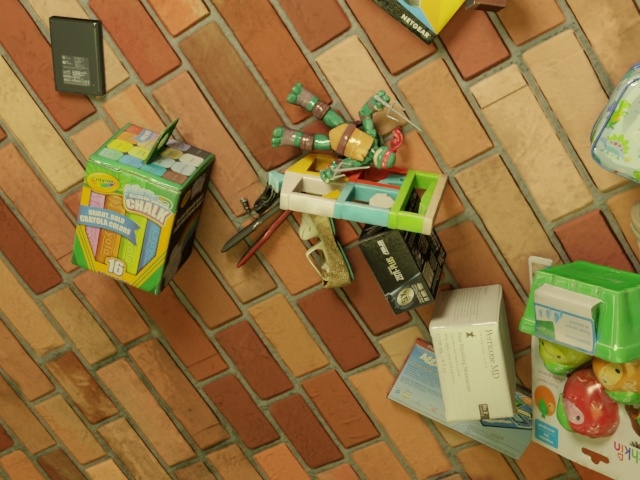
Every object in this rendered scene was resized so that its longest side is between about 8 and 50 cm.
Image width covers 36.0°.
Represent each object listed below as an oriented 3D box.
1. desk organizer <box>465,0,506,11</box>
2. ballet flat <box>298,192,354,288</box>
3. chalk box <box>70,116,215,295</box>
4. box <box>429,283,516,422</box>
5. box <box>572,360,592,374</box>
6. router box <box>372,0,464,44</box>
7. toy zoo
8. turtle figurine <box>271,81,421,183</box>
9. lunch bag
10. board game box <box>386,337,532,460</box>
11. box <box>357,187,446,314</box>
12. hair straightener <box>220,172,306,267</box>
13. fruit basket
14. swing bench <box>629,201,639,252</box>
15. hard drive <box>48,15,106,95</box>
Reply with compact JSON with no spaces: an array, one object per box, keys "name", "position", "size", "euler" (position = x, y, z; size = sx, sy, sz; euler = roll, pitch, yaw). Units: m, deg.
[{"name":"desk organizer","position":[0.253,-0.411,1.471],"size":[0.050,0.047,0.130],"euler":[5,91,-8]},{"name":"ballet flat","position":[0.000,0.000,1.767],"size":[0.067,0.073,0.206],"euler":[-24,109,-9]},{"name":"chalk box","position":[-0.312,-0.085,1.756],"size":[0.179,0.180,0.288],"euler":[20,118,5]},{"name":"box","position":[0.269,0.194,1.716],"size":[0.119,0.182,0.180],"euler":[-8,105,15]},{"name":"box","position":[0.549,0.241,1.759],"size":[0.145,0.038,0.186],"euler":[-38,102,29]},{"name":"router box","position":[0.142,-0.414,1.536],"size":[0.179,0.046,0.133],"euler":[37,118,-5]},{"name":"toy zoo","position":[0.055,-0.086,1.644],"size":[0.293,0.192,0.030],"euler":[11,118,11]},{"name":"turtle figurine","position":[0.044,-0.168,1.642],"size":[0.234,0.118,0.175],"euler":[24,80,17]},{"name":"lunch bag","position":[0.545,-0.166,1.523],"size":[0.219,0.090,0.176],"euler":[23,121,3]},{"name":"board game box","position":[0.281,0.303,1.871],"size":[0.281,0.027,0.145],"euler":[26,121,2]},{"name":"box","position":[0.142,0.015,1.676],"size":[0.078,0.180,0.147],"euler":[-21,110,22]},{"name":"hair straightener","position":[-0.111,-0.047,1.791],"size":[0.089,0.047,0.230],"euler":[42,123,-6]},{"name":"fruit basket","position":[0.448,0.221,1.618],"size":[0.166,0.327,0.352],"euler":[-4,102,-31]},{"name":"swing bench","position":[0.643,0.063,1.570],"size":[0.255,0.165,0.253],"euler":[-10,113,21]},{"name":"hard drive","position":[-0.433,-0.329,1.755],"size":[0.094,0.022,0.135],"euler":[9,118,12]}]
